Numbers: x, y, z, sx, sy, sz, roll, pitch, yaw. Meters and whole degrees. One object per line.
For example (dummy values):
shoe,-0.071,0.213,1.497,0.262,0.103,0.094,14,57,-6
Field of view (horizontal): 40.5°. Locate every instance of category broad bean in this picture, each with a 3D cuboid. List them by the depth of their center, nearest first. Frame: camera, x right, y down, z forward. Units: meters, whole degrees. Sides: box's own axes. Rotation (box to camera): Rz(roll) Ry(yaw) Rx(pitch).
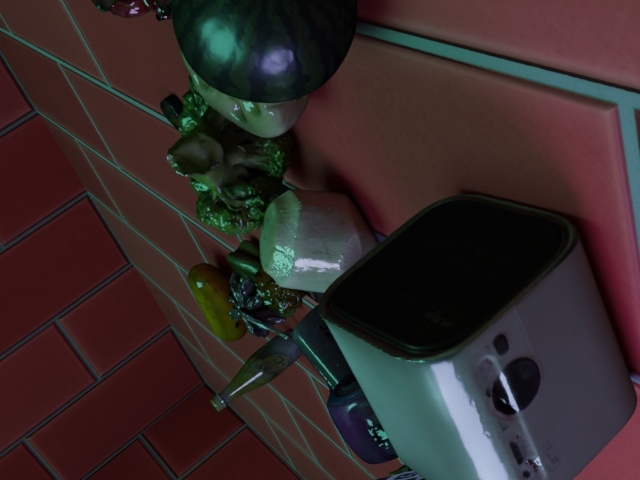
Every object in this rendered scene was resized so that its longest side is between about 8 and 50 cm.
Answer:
broad bean,-0.120,0.088,1.969,0.207,0.072,0.153,47,165,-19

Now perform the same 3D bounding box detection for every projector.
projector,0.180,0.123,0.992,0.248,0.248,0.249,22,144,57

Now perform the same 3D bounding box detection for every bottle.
bottle,-0.160,0.330,2.169,0.083,0.269,0.083,45,161,19

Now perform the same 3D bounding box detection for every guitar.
guitar,-0.256,-0.200,1.809,0.233,0.025,0.088,54,162,-7

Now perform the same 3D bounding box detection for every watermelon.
watermelon,-0.062,-0.252,0.955,0.212,0.212,0.212,45,161,21

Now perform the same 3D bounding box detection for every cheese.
cheese,-0.102,-0.256,1.187,0.235,0.117,0.218,50,160,3

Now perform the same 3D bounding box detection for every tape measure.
tape measure,0.135,0.250,1.378,0.149,0.231,0.245,55,166,-5

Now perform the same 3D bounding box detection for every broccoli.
broccoli,-0.135,-0.161,1.370,0.302,0.186,0.254,102,166,-69

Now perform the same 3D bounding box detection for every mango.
mango,-0.274,0.159,2.379,0.177,0.120,0.295,46,161,43

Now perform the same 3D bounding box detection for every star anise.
star anise,-0.163,0.168,2.154,0.231,0.089,0.209,20,134,55

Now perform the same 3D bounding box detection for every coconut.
coconut,0.000,0.000,1.357,0.171,0.182,0.171,-174,90,-72

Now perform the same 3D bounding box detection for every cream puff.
cream puff,-0.090,0.103,1.842,0.116,0.094,0.122,28,135,26

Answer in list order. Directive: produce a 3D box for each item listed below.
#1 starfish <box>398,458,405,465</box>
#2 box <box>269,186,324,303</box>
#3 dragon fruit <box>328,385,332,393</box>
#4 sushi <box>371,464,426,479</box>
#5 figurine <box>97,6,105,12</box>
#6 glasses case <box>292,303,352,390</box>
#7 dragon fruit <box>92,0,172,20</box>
starfish,0.249,0.511,1.818,0.293,0.084,0.301,53,166,-15
box,-0.042,0.007,1.609,0.120,0.069,0.224,32,154,47
dragon fruit,0.078,0.329,1.904,0.102,0.096,0.147,136,127,-62
sushi,0.202,0.326,1.318,0.339,0.320,0.069,92,165,-65
figurine,-0.363,-0.498,1.368,0.324,0.124,0.222,39,158,45
glasses case,0.086,0.259,1.660,0.323,0.131,0.074,49,159,9
dragon fruit,-0.223,-0.396,1.054,0.234,0.233,0.293,53,165,-2
